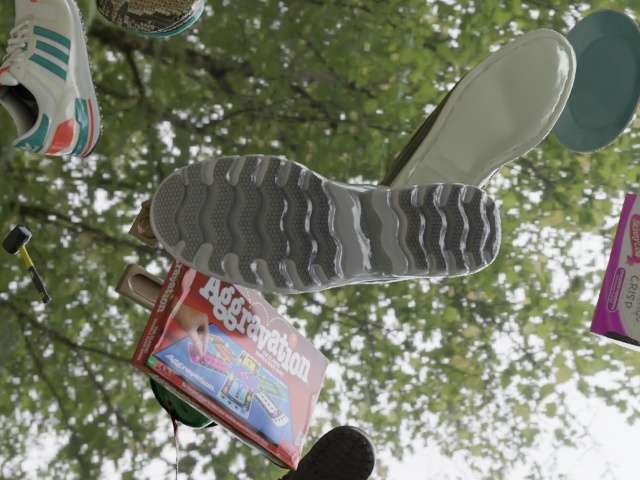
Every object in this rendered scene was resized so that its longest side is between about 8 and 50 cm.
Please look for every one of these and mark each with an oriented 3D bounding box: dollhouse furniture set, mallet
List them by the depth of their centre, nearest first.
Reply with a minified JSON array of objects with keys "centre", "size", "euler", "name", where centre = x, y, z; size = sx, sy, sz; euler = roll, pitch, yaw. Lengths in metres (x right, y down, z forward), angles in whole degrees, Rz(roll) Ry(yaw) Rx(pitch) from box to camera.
[{"centre":[-0.235,0.032,1.373],"size":[0.123,0.144,0.151],"euler":[-11,-130,57],"name":"dollhouse furniture set"},{"centre":[-0.597,0.056,1.767],"size":[0.062,0.039,0.190],"euler":[-38,-116,22],"name":"mallet"}]

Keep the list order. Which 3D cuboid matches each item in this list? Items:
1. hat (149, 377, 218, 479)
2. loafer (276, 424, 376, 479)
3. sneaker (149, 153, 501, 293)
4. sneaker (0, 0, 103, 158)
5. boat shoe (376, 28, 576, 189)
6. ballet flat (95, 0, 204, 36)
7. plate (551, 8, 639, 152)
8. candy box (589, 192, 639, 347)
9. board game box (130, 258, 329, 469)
[{"centre":[-0.228,0.291,1.485],"size":[0.173,0.183,0.208],"euler":[-30,-80,15],"name":"hat"},{"centre":[-0.025,0.455,1.483],"size":[0.366,0.130,0.134],"euler":[-45,-102,14],"name":"loafer"},{"centre":[0.000,0.000,0.714],"size":[0.115,0.281,0.105],"euler":[150,-55,-72],"name":"sneaker"},{"centre":[-0.228,-0.141,0.687],"size":[0.057,0.075,0.161],"euler":[-24,-102,42],"name":"sneaker"},{"centre":[0.152,-0.102,0.939],"size":[0.305,0.109,0.091],"euler":[-50,-168,-1],"name":"boat shoe"},{"centre":[-0.335,-0.473,1.463],"size":[0.182,0.164,0.483],"euler":[58,-5,-33],"name":"ballet flat"},{"centre":[0.363,-0.206,1.136],"size":[0.188,0.024,0.188],"euler":[-176,-90,-65],"name":"plate"},{"centre":[0.384,0.050,1.004],"size":[0.071,0.233,0.159],"euler":[14,-94,29],"name":"candy box"},{"centre":[-0.085,0.133,0.955],"size":[0.027,0.281,0.145],"euler":[-3,-124,34],"name":"board game box"}]
